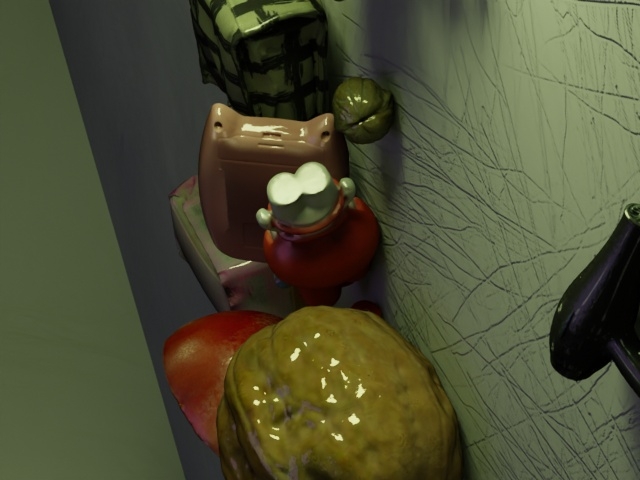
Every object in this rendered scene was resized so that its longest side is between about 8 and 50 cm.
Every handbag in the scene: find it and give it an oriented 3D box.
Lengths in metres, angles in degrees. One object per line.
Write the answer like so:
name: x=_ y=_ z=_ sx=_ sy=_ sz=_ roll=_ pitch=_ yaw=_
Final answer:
handbag: x=-0.091 y=-0.277 z=2.041 sx=0.327 sy=0.162 sz=0.325 roll=88 pitch=163 yaw=-47

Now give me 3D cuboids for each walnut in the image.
walnut: x=0.053 y=-0.161 z=1.791 sx=0.092 sy=0.092 sz=0.092 roll=168 pitch=90 yaw=-73
walnut: x=0.015 y=0.242 z=1.838 sx=0.306 sy=0.306 sz=0.344 roll=97 pitch=151 yaw=-47

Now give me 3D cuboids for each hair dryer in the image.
hair dryer: x=0.295 y=0.100 z=1.258 sx=0.219 sy=0.075 sz=0.195 roll=53 pitch=143 yaw=32

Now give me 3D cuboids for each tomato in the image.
tomato: x=-0.065 y=0.205 z=2.107 sx=0.144 sy=0.338 sz=0.338 roll=-48 pitch=43 yaw=19

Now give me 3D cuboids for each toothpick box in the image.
toothpick box: x=0.059 y=0.123 z=2.025 sx=0.083 sy=0.047 sz=0.047 roll=101 pitch=151 yaw=-51

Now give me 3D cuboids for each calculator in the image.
calculator: x=-0.063 y=-0.059 z=2.017 sx=0.330 sy=0.220 sz=0.048 roll=90 pitch=-174 yaw=-53

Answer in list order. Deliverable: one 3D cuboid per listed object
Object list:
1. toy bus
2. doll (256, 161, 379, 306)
toy bus: x=-0.138 y=0.005 z=2.382 sx=0.386 sy=0.162 sz=0.171 roll=-129 pitch=30 yaw=-56
doll: x=0.000 y=0.000 z=1.935 sx=0.290 sy=0.161 sz=0.130 roll=68 pitch=179 yaw=-59
